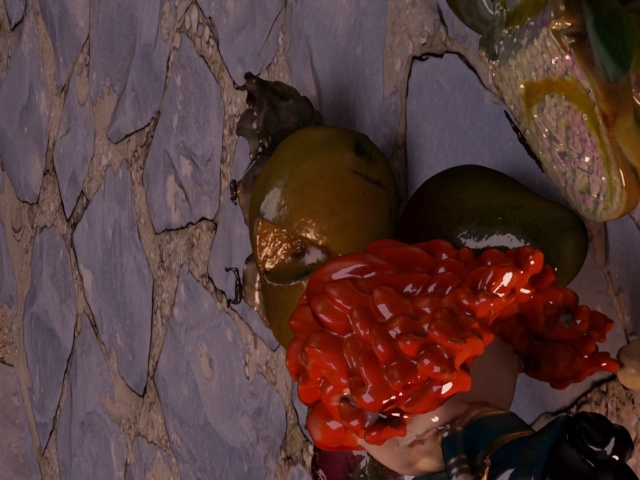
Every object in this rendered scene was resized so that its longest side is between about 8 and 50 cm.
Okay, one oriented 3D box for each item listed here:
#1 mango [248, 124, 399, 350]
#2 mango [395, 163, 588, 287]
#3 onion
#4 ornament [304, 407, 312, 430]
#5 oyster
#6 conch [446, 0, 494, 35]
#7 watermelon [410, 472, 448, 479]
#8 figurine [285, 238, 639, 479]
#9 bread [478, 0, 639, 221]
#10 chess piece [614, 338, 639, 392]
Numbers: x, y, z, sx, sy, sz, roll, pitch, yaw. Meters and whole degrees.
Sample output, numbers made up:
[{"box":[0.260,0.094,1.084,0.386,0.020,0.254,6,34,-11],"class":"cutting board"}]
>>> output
[{"box":[0.000,0.000,1.837,0.130,0.167,0.262,28,125,51],"class":"mango"},{"box":[0.151,-0.005,1.585,0.267,0.111,0.133,5,85,60],"class":"mango"},{"box":[0.084,0.234,1.730,0.184,0.147,0.184,7,107,23],"class":"onion"},{"box":[0.030,0.145,1.801,0.059,0.180,0.201,35,142,3],"class":"ornament"},{"box":[-0.047,-0.031,1.950,0.198,0.133,0.337,-35,-58,-77],"class":"oyster"},{"box":[0.173,-0.241,1.536,0.173,0.106,0.116,23,93,44],"class":"conch"},{"box":[0.147,0.348,1.521,0.175,0.188,0.322,161,104,-65],"class":"watermelon"},{"box":[0.133,0.174,1.391,0.412,0.241,0.306,66,153,18],"class":"figurine"},{"box":[0.228,-0.163,1.338,0.261,0.156,0.158,60,160,-2],"class":"bread"},{"box":[0.293,0.121,1.351,0.172,0.060,0.060,-148,60,-64],"class":"chess piece"}]
